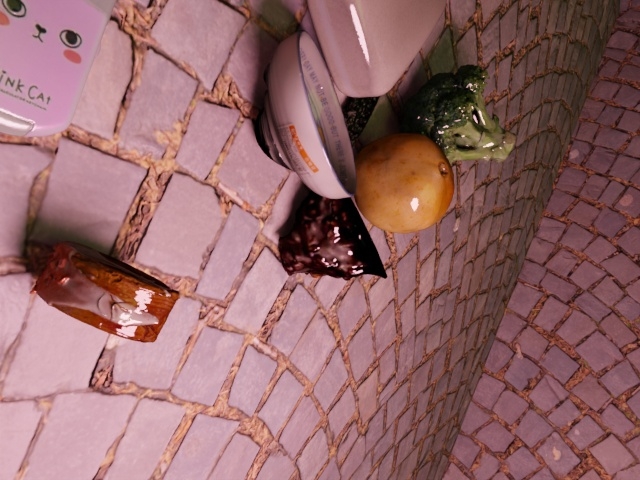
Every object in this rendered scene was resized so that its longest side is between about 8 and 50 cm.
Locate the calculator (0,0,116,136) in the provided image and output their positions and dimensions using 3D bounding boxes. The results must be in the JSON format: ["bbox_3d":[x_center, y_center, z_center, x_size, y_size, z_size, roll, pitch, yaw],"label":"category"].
[{"bbox_3d":[-0.297,-0.229,0.516,0.141,0.045,0.246,25,82,-56],"label":"calculator"}]

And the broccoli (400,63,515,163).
[{"bbox_3d":[0.326,-0.276,1.182,0.270,0.270,0.269,25,90,-84],"label":"broccoli"}]

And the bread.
[{"bbox_3d":[-0.256,0.063,0.605,0.160,0.160,0.073,33,81,-55],"label":"bread"}]

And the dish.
[{"bbox_3d":[-0.043,-0.188,0.823,0.273,0.134,0.273,-14,90,-75],"label":"dish"}]

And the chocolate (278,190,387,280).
[{"bbox_3d":[0.000,0.000,0.985,0.177,0.206,0.224,-25,127,8],"label":"chocolate"}]

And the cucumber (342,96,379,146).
[{"bbox_3d":[0.069,-0.247,1.010,0.245,0.067,0.067,-60,144,-22],"label":"cucumber"}]

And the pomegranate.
[{"bbox_3d":[0.178,-0.126,1.068,0.233,0.233,0.233,-27,125,-47],"label":"pomegranate"}]

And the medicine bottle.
[{"bbox_3d":[0.123,-0.458,0.928,0.375,0.123,0.282,-58,143,-29],"label":"medicine bottle"}]
